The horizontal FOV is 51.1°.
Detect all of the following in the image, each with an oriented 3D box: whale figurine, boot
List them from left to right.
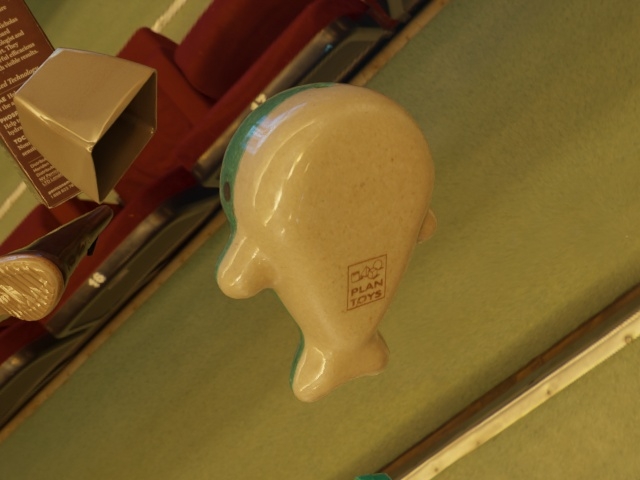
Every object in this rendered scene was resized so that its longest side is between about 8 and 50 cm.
[{"bbox_3d":[-0.343,0.012,0.865,0.248,0.207,0.090,-22,115,45],"label":"boot"},{"bbox_3d":[0.000,0.000,0.581,0.141,0.216,0.272,29,130,51],"label":"whale figurine"}]

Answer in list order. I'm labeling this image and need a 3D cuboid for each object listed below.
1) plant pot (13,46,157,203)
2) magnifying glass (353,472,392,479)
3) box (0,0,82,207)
[{"bbox_3d":[-0.229,-0.121,0.650,0.096,0.109,0.109,29,63,-1],"label":"plant pot"},{"bbox_3d":[0.039,0.237,0.446,0.026,0.231,0.092,-7,42,-9],"label":"magnifying glass"},{"bbox_3d":[-0.467,-0.244,1.010,0.191,0.143,0.381,12,132,63],"label":"box"}]
